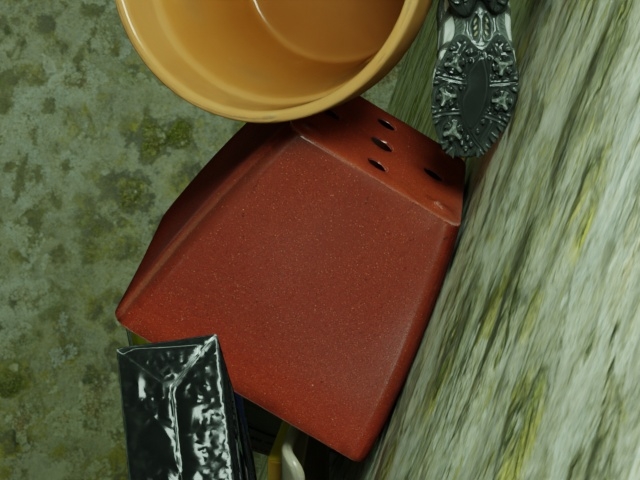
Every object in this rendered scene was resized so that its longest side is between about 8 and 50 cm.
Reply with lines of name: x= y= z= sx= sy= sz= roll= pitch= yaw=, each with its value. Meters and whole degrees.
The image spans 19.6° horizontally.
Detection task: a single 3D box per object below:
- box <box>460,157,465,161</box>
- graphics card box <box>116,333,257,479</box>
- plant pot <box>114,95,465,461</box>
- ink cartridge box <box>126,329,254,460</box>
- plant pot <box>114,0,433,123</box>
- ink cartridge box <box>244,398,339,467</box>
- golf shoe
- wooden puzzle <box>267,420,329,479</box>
box: x=0.142 y=-0.109 z=1.911 sx=0.081 sy=0.028 sz=0.136 roll=-95 pitch=27 yaw=-85
graphics card box: x=-0.103 y=0.248 z=1.630 sx=0.371 sy=0.094 sz=0.233 roll=87 pitch=176 yaw=-70
plant pot: x=0.000 y=0.000 z=1.749 sx=0.236 sy=0.267 sz=0.267 roll=-56 pitch=7 yaw=22
ink cartridge box: x=-0.136 y=0.252 z=2.065 sx=0.307 sy=0.072 sz=0.304 roll=-132 pitch=32 yaw=-65
plant pot: x=-0.017 y=-0.252 z=1.660 sx=0.291 sy=0.291 sz=0.203 roll=-69 pitch=-17 yaw=12
ink cartridge box: x=-0.034 y=0.180 z=2.071 sx=0.203 sy=0.148 sz=0.086 roll=112 pitch=176 yaw=-66
golf shoe: x=0.138 y=-0.172 z=1.643 sx=0.094 sy=0.077 sz=0.198 roll=-77 pitch=-8 yaw=-83
wooden puzzle: x=-0.022 y=0.238 z=1.853 sx=0.239 sy=0.044 sz=0.221 roll=-76 pitch=-11 yaw=-59
